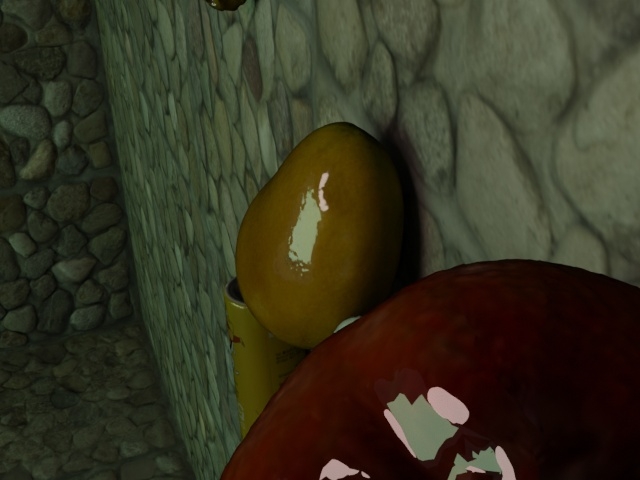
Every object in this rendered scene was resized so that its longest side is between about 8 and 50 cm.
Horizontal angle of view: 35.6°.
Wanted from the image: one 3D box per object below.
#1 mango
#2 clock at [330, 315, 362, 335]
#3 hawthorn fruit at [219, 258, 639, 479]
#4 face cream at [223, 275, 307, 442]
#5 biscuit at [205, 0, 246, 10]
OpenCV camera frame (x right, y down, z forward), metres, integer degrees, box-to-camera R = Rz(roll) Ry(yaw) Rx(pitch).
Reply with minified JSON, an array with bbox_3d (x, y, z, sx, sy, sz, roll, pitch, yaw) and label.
[{"bbox_3d":[0.001,0.007,0.928,0.254,0.139,0.175,125,128,-62],"label":"mango"},{"bbox_3d":[0.092,0.162,0.844,0.236,0.053,0.236,49,156,31],"label":"clock"},{"bbox_3d":[0.084,0.151,0.486,0.311,0.295,0.294,156,101,-71],"label":"hawthorn fruit"},{"bbox_3d":[-0.065,0.213,1.384,0.105,0.105,0.348,-129,30,-58],"label":"face cream"},{"bbox_3d":[-0.127,-0.437,1.161,0.329,0.078,0.335,-128,29,-51],"label":"biscuit"}]
